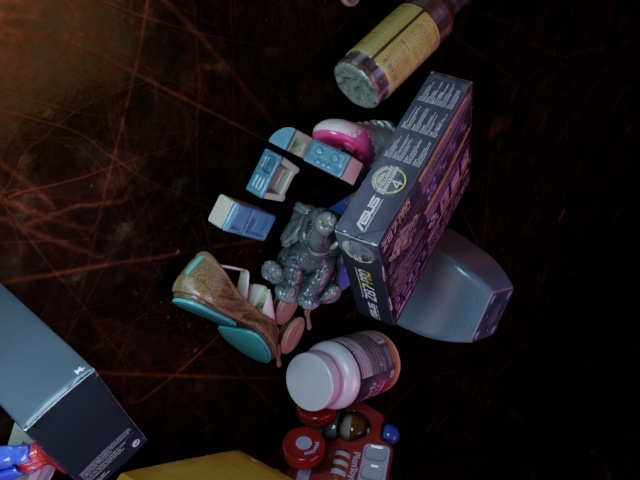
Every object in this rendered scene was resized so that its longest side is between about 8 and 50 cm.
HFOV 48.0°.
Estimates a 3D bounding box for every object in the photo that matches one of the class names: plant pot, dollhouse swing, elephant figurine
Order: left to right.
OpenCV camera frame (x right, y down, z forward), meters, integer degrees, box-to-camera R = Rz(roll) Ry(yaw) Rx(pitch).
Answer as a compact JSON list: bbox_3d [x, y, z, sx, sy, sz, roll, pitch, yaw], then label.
[{"bbox_3d":[-0.251,0.610,1.427,0.347,0.315,0.304,14,93,-58],"label":"dollhouse swing"},{"bbox_3d":[0.000,0.000,1.354,0.170,0.186,0.239,-5,129,-35],"label":"elephant figurine"},{"bbox_3d":[0.350,0.135,1.883,0.248,0.252,0.247,-5,119,-54],"label":"plant pot"}]

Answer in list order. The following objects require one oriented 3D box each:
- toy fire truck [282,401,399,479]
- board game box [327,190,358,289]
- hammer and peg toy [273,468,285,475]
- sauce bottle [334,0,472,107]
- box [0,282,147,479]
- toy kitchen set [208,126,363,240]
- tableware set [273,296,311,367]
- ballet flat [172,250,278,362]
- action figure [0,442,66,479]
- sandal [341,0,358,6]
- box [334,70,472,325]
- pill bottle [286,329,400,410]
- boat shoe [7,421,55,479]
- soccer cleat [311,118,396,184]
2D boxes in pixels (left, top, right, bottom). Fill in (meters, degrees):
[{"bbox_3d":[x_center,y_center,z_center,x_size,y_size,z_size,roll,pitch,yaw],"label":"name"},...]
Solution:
[{"bbox_3d":[0.054,0.501,1.723,0.302,0.254,0.169,-67,161,-52],"label":"toy fire truck"},{"bbox_3d":[0.078,-0.007,1.578,0.160,0.047,0.210,-32,138,-37],"label":"board game box"},{"bbox_3d":[-0.138,0.706,1.786,0.361,0.127,0.265,15,103,-57],"label":"hammer and peg toy"},{"bbox_3d":[0.172,-0.386,1.338,0.344,0.111,0.111,-44,145,-20],"label":"sauce bottle"},{"bbox_3d":[-0.362,0.174,0.908,0.103,0.261,0.184,-42,144,-26],"label":"box"},{"bbox_3d":[-0.057,-0.081,1.216,0.122,0.166,0.207,17,101,-58],"label":"toy kitchen set"},{"bbox_3d":[-0.074,0.163,1.514,0.128,0.039,0.194,-49,151,-33],"label":"tableware set"},{"bbox_3d":[-0.153,0.118,1.325,0.342,0.116,0.124,49,55,-53],"label":"ballet flat"},{"bbox_3d":[-0.417,0.278,1.010,0.281,0.139,0.091,-9,131,1],"label":"action figure"},{"bbox_3d":[0.065,-0.473,1.175,0.072,0.049,0.180,-18,129,-47],"label":"sandal"},{"bbox_3d":[0.177,-0.073,1.385,0.394,0.097,0.318,-59,157,-23],"label":"box"},{"bbox_3d":[0.056,0.308,1.698,0.279,0.162,0.162,-5,119,-53],"label":"pill bottle"},{"bbox_3d":[-0.428,0.304,1.114,0.227,0.079,0.081,-62,169,1],"label":"boat shoe"},{"bbox_3d":[0.086,-0.190,1.405,0.331,0.116,0.143,31,70,-58],"label":"soccer cleat"}]
